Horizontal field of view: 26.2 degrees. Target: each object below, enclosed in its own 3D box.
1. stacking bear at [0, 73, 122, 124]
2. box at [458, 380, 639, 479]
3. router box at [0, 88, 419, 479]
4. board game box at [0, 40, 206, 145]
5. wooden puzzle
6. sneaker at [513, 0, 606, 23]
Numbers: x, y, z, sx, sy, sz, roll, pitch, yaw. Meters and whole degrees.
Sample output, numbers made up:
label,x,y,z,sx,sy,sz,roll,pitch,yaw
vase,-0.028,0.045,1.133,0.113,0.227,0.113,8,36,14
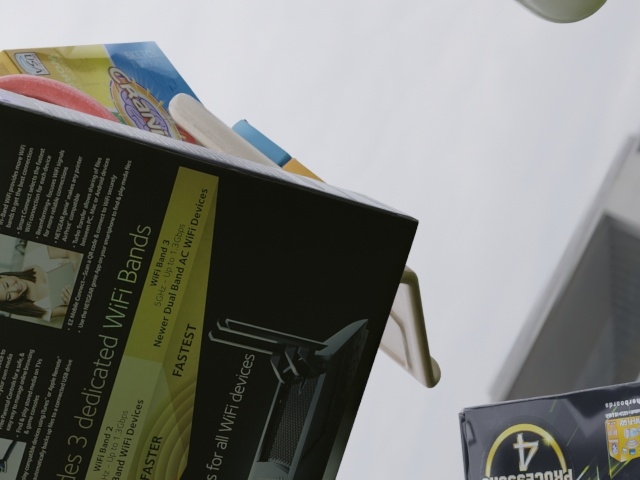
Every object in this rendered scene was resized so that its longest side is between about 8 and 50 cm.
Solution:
label,x,y,z,sx,sy,sz,roll,pitch,yaw
stacking bear,-0.203,-0.014,1.165,0.175,0.164,0.289,-39,-21,-1
box,0.282,0.255,1.002,0.097,0.395,0.318,3,-103,-41
router box,-0.112,0.097,0.717,0.243,0.081,0.308,16,-84,-25
board game box,-0.235,-0.128,1.663,0.064,0.242,0.316,-42,-9,26
wooden puzzle,0.000,0.000,1.018,0.044,0.221,0.238,-47,-24,-10
sneaker,0.143,-0.257,0.939,0.106,0.123,0.290,-32,-57,-1
